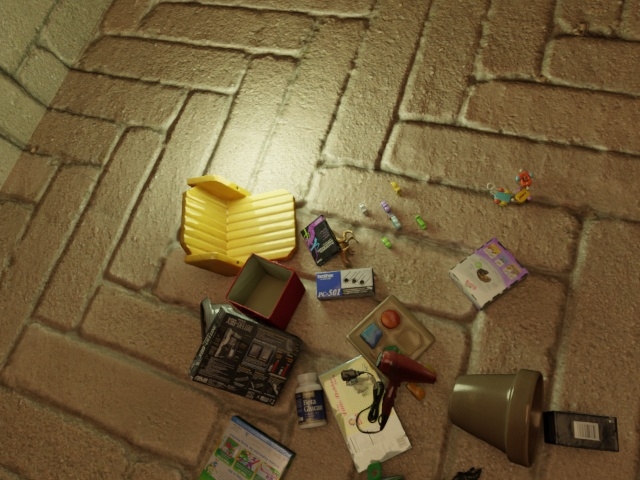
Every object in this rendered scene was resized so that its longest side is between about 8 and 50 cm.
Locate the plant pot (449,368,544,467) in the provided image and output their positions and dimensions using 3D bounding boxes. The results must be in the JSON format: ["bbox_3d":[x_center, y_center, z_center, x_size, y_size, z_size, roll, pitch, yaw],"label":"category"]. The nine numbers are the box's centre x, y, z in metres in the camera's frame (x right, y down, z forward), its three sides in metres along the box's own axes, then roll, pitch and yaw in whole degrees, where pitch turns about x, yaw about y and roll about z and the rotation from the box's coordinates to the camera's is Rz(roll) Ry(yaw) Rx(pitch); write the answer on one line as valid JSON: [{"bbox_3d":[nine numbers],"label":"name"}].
[{"bbox_3d":[0.512,0.491,1.360,0.230,0.263,0.262,6,70,34],"label":"plant pot"}]

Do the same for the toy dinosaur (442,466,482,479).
[{"bbox_3d":[0.438,0.790,1.306,0.322,0.164,0.218,-11,82,-11],"label":"toy dinosaur"}]

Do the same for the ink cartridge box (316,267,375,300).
[{"bbox_3d":[0.090,0.160,1.681,0.207,0.046,0.097,-6,67,12],"label":"ink cartridge box"}]

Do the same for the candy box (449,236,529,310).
[{"bbox_3d":[0.564,0.114,1.568,0.196,0.070,0.164,-35,66,-2],"label":"candy box"}]

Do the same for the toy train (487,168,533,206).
[{"bbox_3d":[0.688,-0.180,1.666,0.167,0.046,0.125,-16,65,4],"label":"toy train"}]

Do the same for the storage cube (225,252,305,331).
[{"bbox_3d":[-0.190,0.190,1.650,0.184,0.193,0.214,21,71,20],"label":"storage cube"}]

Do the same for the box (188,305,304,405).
[{"bbox_3d":[-0.241,0.385,1.534,0.242,0.308,0.076,-64,24,-2],"label":"box"}]

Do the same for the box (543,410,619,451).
[{"bbox_3d":[0.731,0.539,1.315,0.156,0.158,0.093,2,69,15],"label":"box"}]

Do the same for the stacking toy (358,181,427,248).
[{"bbox_3d":[0.266,-0.095,1.732,0.167,0.052,0.221,-32,66,1],"label":"stacking toy"}]

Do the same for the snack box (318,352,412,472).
[{"bbox_3d":[0.141,0.553,1.509,0.187,0.060,0.321,-25,66,1],"label":"snack box"}]

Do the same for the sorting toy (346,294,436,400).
[{"bbox_3d":[0.269,0.357,1.534,0.229,0.041,0.307,-40,75,-15],"label":"sorting toy"}]

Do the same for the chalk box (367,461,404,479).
[{"bbox_3d":[0.172,0.768,1.356,0.132,0.132,0.212,-32,60,36],"label":"chalk box"}]

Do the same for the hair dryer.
[{"bbox_3d":[0.224,0.459,1.466,0.294,0.080,0.223,-20,95,1],"label":"hair dryer"}]

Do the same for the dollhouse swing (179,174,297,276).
[{"bbox_3d":[-0.300,-0.077,1.748,0.305,0.315,0.346,-17,64,29],"label":"dollhouse swing"}]

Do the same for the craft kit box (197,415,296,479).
[{"bbox_3d":[-0.245,0.755,1.533,0.250,0.061,0.246,25,75,21],"label":"craft kit box"}]

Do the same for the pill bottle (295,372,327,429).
[{"bbox_3d":[-0.035,0.532,1.542,0.094,0.094,0.169,-13,67,9],"label":"pill bottle"}]

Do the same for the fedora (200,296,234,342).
[{"bbox_3d":[-0.357,0.336,1.657,0.125,0.243,0.275,-3,71,-20],"label":"fedora"}]

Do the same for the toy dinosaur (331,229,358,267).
[{"bbox_3d":[0.074,0.001,1.736,0.112,0.064,0.211,-30,65,3],"label":"toy dinosaur"}]

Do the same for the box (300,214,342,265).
[{"bbox_3d":[0.000,0.000,1.749,0.116,0.029,0.162,-40,64,25],"label":"box"}]
